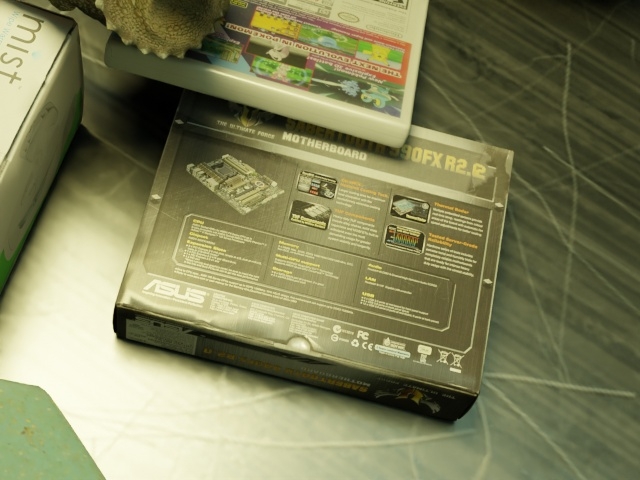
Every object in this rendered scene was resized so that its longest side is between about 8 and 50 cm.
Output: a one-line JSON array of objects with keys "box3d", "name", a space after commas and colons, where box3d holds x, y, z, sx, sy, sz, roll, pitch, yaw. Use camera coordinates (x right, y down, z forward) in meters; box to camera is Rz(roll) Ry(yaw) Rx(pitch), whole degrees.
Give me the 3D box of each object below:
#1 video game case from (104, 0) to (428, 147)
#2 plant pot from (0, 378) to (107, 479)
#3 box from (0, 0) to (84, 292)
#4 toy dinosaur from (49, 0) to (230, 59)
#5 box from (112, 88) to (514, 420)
[{"box3d": [-0.028, -0.148, 0.791, 0.201, 0.023, 0.183, 16, 40, -3], "name": "video game case"}, {"box3d": [-0.208, 0.200, 0.514, 0.252, 0.248, 0.247, -26, 71, -39], "name": "plant pot"}, {"box3d": [-0.294, -0.037, 0.667, 0.231, 0.127, 0.262, 18, 62, -2], "name": "box"}, {"box3d": [-0.114, -0.167, 0.684, 0.160, 0.313, 0.121, 33, 95, -3], "name": "toy dinosaur"}, {"box3d": [0.000, 0.000, 0.741, 0.231, 0.056, 0.183, 14, 62, -3], "name": "box"}]
